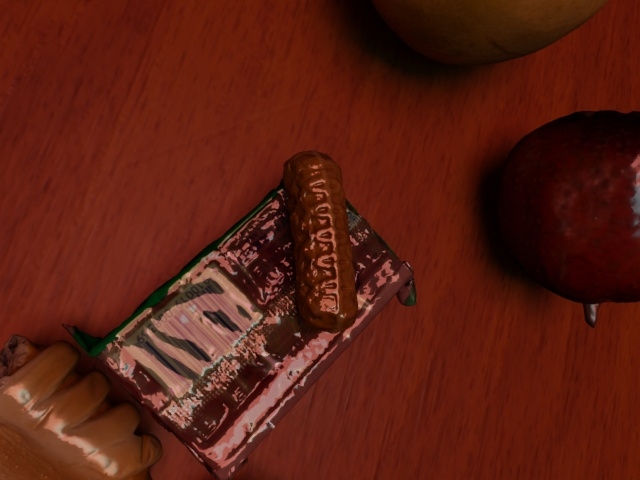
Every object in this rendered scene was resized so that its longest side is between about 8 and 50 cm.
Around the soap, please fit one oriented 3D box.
[{"bbox_3d":[-0.060,0.064,0.417,0.273,0.098,0.218,-44,98,-18],"label":"soap"}]

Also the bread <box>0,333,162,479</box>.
[{"bbox_3d":[-0.209,0.160,0.355,0.119,0.084,0.177,-38,99,18],"label":"bread"}]

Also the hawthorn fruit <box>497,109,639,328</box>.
[{"bbox_3d":[0.316,-0.024,0.502,0.216,0.215,0.249,-10,100,-19],"label":"hawthorn fruit"}]

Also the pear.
[{"bbox_3d":[0.178,-0.337,0.441,0.315,0.314,0.313,2,83,-18],"label":"pear"}]

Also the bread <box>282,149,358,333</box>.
[{"bbox_3d":[0.000,0.000,0.369,0.052,0.044,0.157,-6,82,-10],"label":"bread"}]
